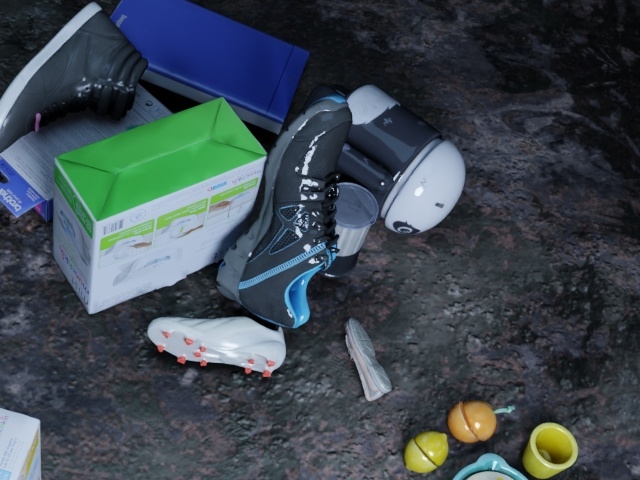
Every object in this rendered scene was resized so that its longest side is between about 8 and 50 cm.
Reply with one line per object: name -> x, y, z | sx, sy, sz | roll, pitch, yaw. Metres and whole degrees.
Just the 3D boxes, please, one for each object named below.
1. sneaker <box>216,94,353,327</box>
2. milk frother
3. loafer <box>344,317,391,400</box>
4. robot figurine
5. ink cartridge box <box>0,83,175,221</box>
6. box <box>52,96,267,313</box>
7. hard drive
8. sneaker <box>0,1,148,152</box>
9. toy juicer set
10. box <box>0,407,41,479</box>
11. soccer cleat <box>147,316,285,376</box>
sneaker -> -0.017, -0.037, 1.520 | 0.140, 0.340, 0.125 | 34, 26, 22
milk frother -> 0.000, 0.000, 1.616 | 0.129, 0.134, 0.143 | 21, 54, 2
loafer -> 0.058, 0.170, 1.574 | 0.045, 0.039, 0.125 | 20, 37, -53
robot figurine -> 0.090, -0.129, 1.709 | 0.278, 0.173, 0.209 | 37, 59, 12
ink cartridge box -> -0.388, -0.151, 1.668 | 0.186, 0.065, 0.311 | 42, 54, 17
box -> -0.227, -0.044, 1.530 | 0.262, 0.231, 0.126 | -25, 65, -27
hard drive -> -0.189, -0.304, 1.799 | 0.319, 0.040, 0.210 | 22, 43, -5
sneaker -> -0.364, -0.208, 1.616 | 0.147, 0.104, 0.295 | 37, 64, -6
toy juicer set -> 0.197, 0.342, 1.460 | 0.209, 0.089, 0.329 | 31, 55, 7
box -> -0.393, 0.282, 1.280 | 0.103, 0.203, 0.114 | 16, 54, -3
soccer cleat -> -0.144, 0.135, 1.535 | 0.196, 0.068, 0.076 | 15, 49, -13
